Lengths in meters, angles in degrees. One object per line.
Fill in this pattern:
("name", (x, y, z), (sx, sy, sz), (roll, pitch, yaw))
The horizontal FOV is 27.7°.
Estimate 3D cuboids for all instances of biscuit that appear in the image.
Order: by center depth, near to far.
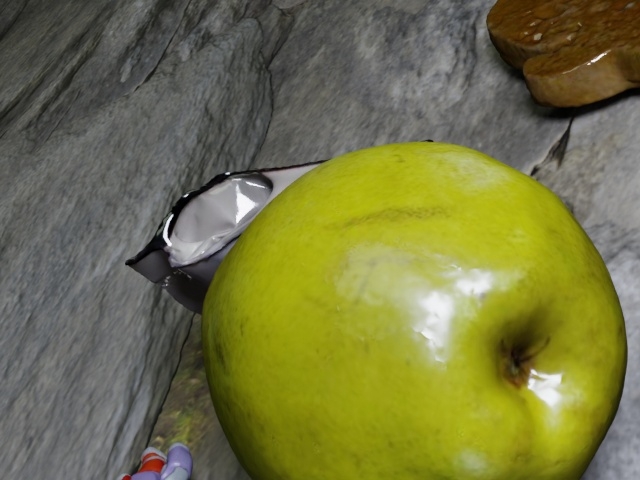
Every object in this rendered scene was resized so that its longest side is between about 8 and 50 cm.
("biscuit", (0.313, -0.221, 1.198), (0.314, 0.063, 0.367), (-45, 31, -18))

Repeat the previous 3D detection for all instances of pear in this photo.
("pear", (0.047, 0.067, 0.814), (0.253, 0.253, 0.307), (-46, 14, -24))

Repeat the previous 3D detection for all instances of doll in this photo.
("doll", (-0.124, 0.211, 0.929), (0.102, 0.075, 0.227), (-47, 18, 2))

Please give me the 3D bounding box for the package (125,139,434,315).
("package", (0.000, 0.000, 1.010), (0.250, 0.204, 0.062), (-20, 62, 16))
